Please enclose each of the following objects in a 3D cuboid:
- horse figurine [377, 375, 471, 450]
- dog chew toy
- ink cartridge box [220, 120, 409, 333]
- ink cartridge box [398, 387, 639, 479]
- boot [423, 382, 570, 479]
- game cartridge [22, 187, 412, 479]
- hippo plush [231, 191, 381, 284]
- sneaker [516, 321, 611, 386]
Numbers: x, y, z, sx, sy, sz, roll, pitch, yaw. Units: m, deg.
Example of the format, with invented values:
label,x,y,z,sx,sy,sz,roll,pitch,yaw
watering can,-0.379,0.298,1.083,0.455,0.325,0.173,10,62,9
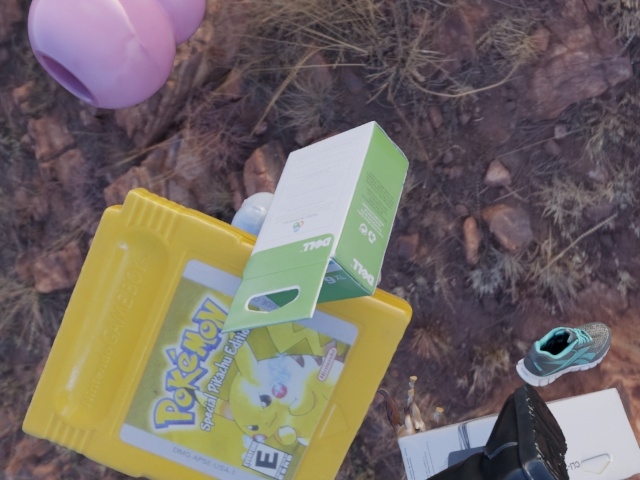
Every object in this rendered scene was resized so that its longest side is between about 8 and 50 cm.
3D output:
label,x,y,z,sx,sy,sz,roll,pitch,yaw
horse figurine,0.197,0.371,1.182,0.263,0.066,0.175,29,120,57
dog chew toy,-0.269,-0.359,0.932,0.206,0.207,0.332,29,74,16
ink cartridge box,0.000,0.000,0.560,0.109,0.209,0.062,-13,136,39
ink cartridge box,0.275,0.303,0.896,0.273,0.197,0.114,-38,60,53
boot,0.099,0.143,0.386,0.099,0.121,0.045,-39,88,20
game cartridge,-0.108,0.132,0.651,0.323,0.053,0.285,23,99,-6
hippo plush,-0.045,0.032,1.117,0.236,0.234,0.294,18,102,50
sneaker,0.371,0.157,0.930,0.065,0.166,0.076,50,154,39
